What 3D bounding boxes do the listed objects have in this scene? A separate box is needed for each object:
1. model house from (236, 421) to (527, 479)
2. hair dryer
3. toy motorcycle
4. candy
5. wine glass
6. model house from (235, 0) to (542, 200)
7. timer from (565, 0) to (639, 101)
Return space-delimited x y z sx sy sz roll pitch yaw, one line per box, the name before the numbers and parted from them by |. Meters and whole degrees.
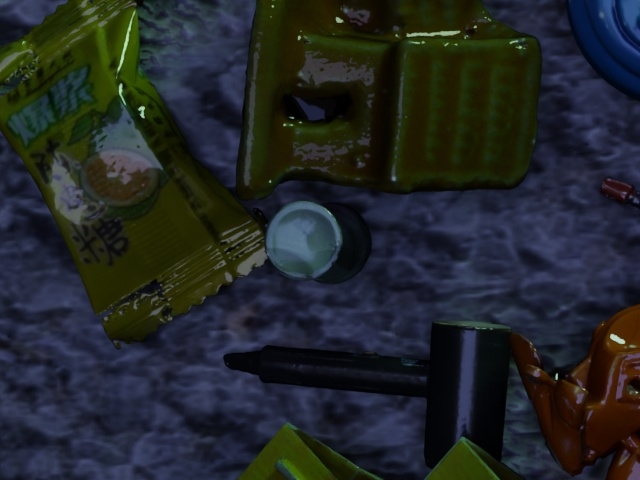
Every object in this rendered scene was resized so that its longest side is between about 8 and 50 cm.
model house | 0.059 0.280 1.247 0.323 0.340 0.300 39 99 5
hair dryer | 0.037 0.130 1.410 0.255 0.070 0.128 2 90 18
toy motorcycle | 0.277 0.072 1.305 0.221 0.148 0.326 24 81 15
candy | -0.176 -0.073 1.434 0.187 0.081 0.297 -31 84 10
wine glass | 0.000 0.000 1.364 0.073 0.155 0.073 0 88 7
model house | 0.063 -0.152 1.344 0.239 0.173 0.268 5 88 10
timer | 0.376 -0.253 1.317 0.340 0.115 0.309 7 92 6
